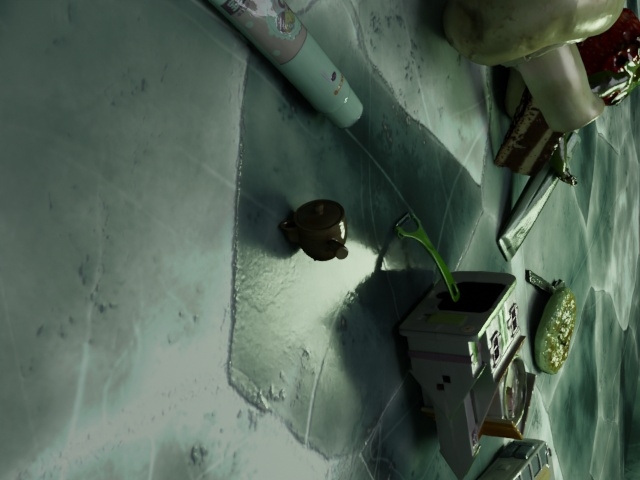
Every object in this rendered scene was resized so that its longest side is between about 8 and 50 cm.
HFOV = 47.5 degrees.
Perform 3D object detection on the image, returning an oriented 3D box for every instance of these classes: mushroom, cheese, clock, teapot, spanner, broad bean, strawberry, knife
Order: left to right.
[{"bbox_3d":[0.000,0.000,0.915,0.085,0.110,0.080,-19,130,-11],"label":"teapot"},{"bbox_3d":[0.184,0.031,1.205,0.166,0.022,0.078,55,44,-1],"label":"knife"},{"bbox_3d":[0.271,0.239,1.274,0.235,0.166,0.310,-38,123,-51],"label":"clock"},{"bbox_3d":[0.505,-0.336,1.707,0.263,0.093,0.159,8,88,-58],"label":"cheese"},{"bbox_3d":[0.401,-0.404,1.305,0.356,0.315,0.315,20,72,-29],"label":"mushroom"},{"bbox_3d":[0.600,0.123,1.922,0.325,0.026,0.093,26,68,-54],"label":"spanner"},{"bbox_3d":[0.586,-0.276,1.647,0.144,0.049,0.292,25,93,-19],"label":"broad bean"},{"bbox_3d":[0.676,-0.465,1.801,0.238,0.288,0.250,-48,148,7],"label":"strawberry"}]

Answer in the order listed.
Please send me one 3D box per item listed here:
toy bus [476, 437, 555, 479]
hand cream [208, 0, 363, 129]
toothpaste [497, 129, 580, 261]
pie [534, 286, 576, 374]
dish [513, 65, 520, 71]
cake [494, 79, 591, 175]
[{"bbox_3d":[0.410,0.537,1.568,0.342,0.097,0.138,-14,95,-55],"label":"toy bus"},{"bbox_3d":[-0.051,-0.245,0.872,0.331,0.058,0.085,40,74,-45],"label":"hand cream"},{"bbox_3d":[0.513,-0.130,1.691,0.392,0.061,0.099,-57,139,-14],"label":"toothpaste"},{"bbox_3d":[0.616,0.235,1.900,0.240,0.054,0.241,-24,121,-50],"label":"pie"},{"bbox_3d":[0.478,-0.456,1.571,0.229,0.081,0.229,11,65,-24],"label":"dish"},{"bbox_3d":[0.470,-0.269,1.556,0.246,0.112,0.135,110,-1,-45],"label":"cake"}]
